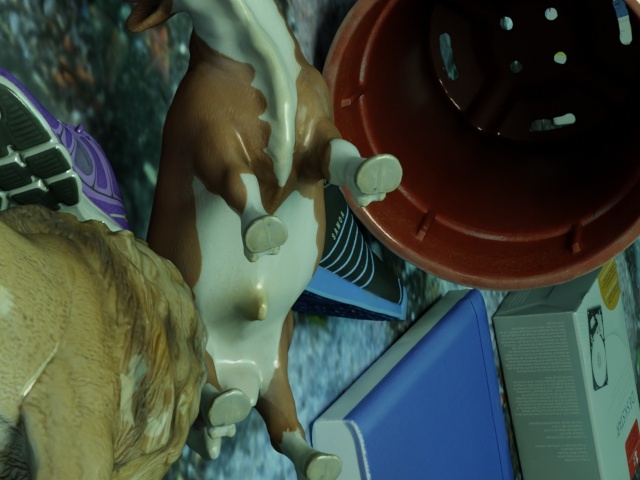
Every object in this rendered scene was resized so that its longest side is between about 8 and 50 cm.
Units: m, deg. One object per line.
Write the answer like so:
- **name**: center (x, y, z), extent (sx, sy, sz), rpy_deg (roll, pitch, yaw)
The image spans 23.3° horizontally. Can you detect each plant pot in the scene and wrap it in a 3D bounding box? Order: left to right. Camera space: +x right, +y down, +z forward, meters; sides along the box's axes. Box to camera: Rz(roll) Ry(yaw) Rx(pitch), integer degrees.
- **plant pot**: center (0.159, -0.134, 1.258), extent (0.265, 0.272, 0.272), rpy_deg (-58, 138, -66)

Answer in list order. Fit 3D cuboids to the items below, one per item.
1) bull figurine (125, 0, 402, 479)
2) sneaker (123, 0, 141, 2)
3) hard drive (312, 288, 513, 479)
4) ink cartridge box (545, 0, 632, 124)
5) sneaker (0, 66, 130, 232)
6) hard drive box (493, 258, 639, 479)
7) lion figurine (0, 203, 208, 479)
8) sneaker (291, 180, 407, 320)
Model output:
- **bull figurine**: center (-0.040, -0.019, 0.827), extent (0.188, 0.101, 0.310), rpy_deg (-123, -149, -53)
- **sneaker**: center (-0.082, -0.295, 0.896), extent (0.136, 0.116, 0.314), rpy_deg (50, 42, -50)
- **hard drive**: center (0.087, 0.186, 1.268), extent (0.319, 0.040, 0.210), rpy_deg (-36, 118, -63)
- **ink cartridge box**: center (0.326, -0.248, 1.746), extent (0.093, 0.154, 0.212), rpy_deg (-47, 128, -59)
- **sneaker**: center (-0.147, -0.039, 0.790), extent (0.170, 0.068, 0.071), rpy_deg (62, 17, -57)
- **hard drive box**: center (0.261, 0.149, 1.606), extent (0.181, 0.089, 0.232), rpy_deg (-44, 125, -59)
- **lion figurine**: center (-0.174, 0.020, 0.610), extent (0.392, 0.142, 0.240), rpy_deg (53, 32, -43)
- **sneaker**: center (0.000, 0.000, 1.062), extent (0.232, 0.081, 0.090), rpy_deg (26, 70, -61)
